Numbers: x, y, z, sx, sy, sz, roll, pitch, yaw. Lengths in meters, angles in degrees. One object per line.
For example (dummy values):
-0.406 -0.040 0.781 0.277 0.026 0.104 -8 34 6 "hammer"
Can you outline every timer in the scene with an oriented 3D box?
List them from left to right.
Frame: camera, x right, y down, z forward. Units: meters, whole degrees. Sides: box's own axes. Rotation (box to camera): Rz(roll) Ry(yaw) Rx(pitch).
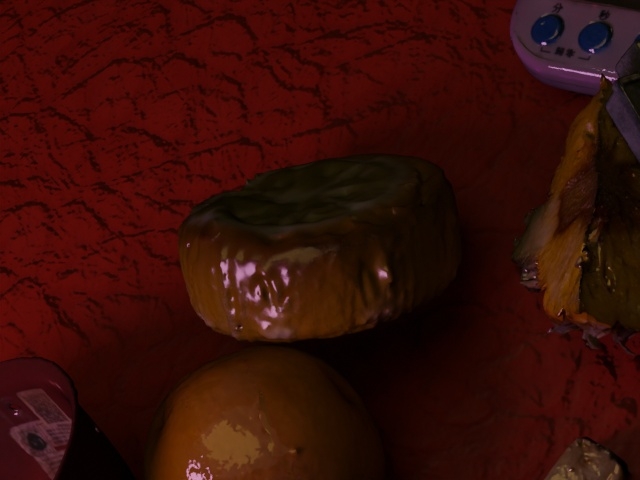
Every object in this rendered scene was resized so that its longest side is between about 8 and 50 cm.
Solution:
0.288 -0.217 1.651 0.208 0.069 0.191 16 72 33 "timer"

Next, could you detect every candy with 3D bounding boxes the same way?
0.000 0.000 1.588 0.260 0.118 0.260 -8 22 3 "candy"

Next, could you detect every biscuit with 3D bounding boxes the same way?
0.182 0.249 1.470 0.056 0.052 0.188 35 83 19 "biscuit"

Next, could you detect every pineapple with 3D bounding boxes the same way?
0.251 0.014 1.544 0.164 0.139 0.250 -53 22 45 "pineapple"

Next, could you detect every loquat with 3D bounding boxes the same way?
-0.048 0.191 1.520 0.208 0.208 0.208 -12 60 21 "loquat"

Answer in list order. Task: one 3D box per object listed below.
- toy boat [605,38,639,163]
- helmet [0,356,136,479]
0.362 -0.035 1.476 0.141 0.092 0.319 -19 69 -27 "toy boat"
-0.275 0.313 1.543 0.337 0.230 0.385 0 55 50 "helmet"
